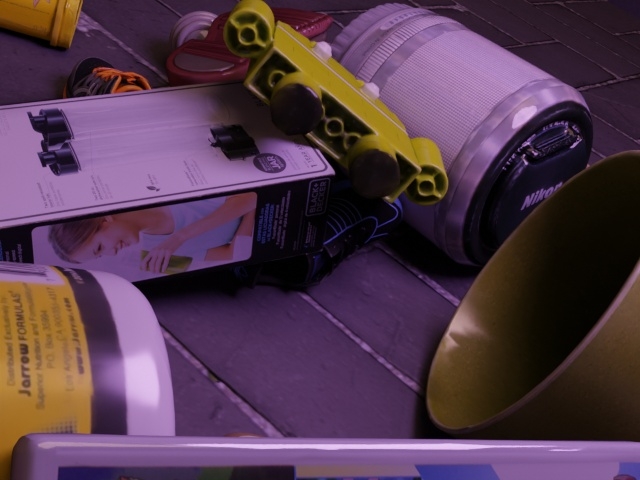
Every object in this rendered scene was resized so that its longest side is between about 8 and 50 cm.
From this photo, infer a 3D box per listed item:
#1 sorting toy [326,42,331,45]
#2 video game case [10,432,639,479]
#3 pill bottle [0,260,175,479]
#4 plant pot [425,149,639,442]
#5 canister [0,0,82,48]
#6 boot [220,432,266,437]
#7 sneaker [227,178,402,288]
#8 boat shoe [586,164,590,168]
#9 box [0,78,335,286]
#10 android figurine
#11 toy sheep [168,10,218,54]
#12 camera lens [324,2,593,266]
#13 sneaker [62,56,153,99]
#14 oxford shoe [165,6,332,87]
[{"bbox_3d":[0.056,-0.230,1.384,0.208,0.038,0.193,4,35,-24],"label":"sorting toy"},{"bbox_3d":[0.026,0.238,0.412,0.329,0.036,0.300,7,77,-27],"label":"video game case"},{"bbox_3d":[-0.248,0.093,0.412,0.334,0.188,0.188,7,34,-31],"label":"pill bottle"},{"bbox_3d":[0.287,0.122,0.789,0.293,0.275,0.275,36,28,-9],"label":"plant pot"},{"bbox_3d":[-0.373,-0.299,1.140,0.169,0.073,0.126,14,31,-15],"label":"canister"},{"bbox_3d":[0.013,0.219,0.585,0.213,0.077,0.165,21,31,-5],"label":"boot"},{"bbox_3d":[0.000,0.000,0.930,0.232,0.081,0.090,-10,46,-35],"label":"sneaker"},{"bbox_3d":[0.262,-0.075,1.195,0.123,0.123,0.342,0,26,-47],"label":"boat shoe"},{"bbox_3d":[-0.155,-0.048,0.808,0.290,0.087,0.169,-11,43,-24],"label":"box"},{"bbox_3d":[0.013,-0.127,0.877,0.248,0.056,0.273,38,17,-12],"label":"android figurine"},{"bbox_3d":[-0.149,-0.246,1.207,0.091,0.091,0.132,14,13,-18],"label":"toy sheep"},{"bbox_3d":[0.144,-0.120,1.067,0.219,0.219,0.274,-9,39,-44],"label":"camera lens"},{"bbox_3d":[-0.208,-0.143,0.999,0.084,0.083,0.215,0,36,-33],"label":"sneaker"},{"bbox_3d":[-0.080,-0.195,1.140,0.123,0.130,0.348,11,30,21],"label":"oxford shoe"}]
